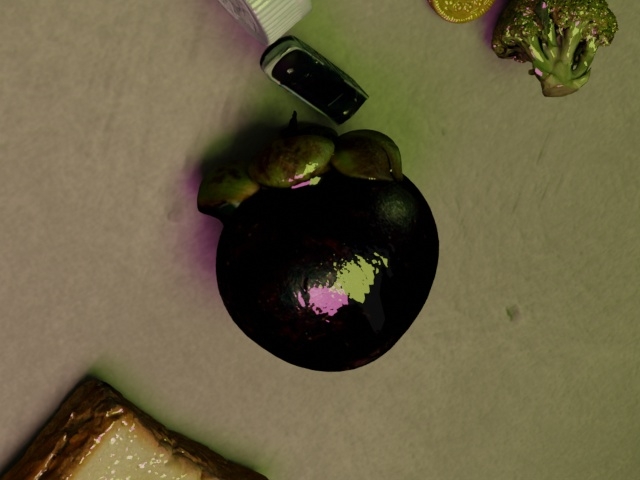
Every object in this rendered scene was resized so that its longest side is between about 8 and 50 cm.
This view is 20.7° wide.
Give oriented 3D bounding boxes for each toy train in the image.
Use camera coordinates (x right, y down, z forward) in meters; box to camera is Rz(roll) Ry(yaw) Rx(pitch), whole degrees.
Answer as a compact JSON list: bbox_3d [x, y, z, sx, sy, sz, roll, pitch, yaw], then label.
[{"bbox_3d":[-0.009,-0.152,1.638,0.043,0.047,0.207,-42,161,9],"label":"toy train"}]

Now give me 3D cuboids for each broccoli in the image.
[{"bbox_3d":[0.236,-0.205,1.764,0.130,0.131,0.120,7,74,-35],"label":"broccoli"}]

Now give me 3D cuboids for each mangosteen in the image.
[{"bbox_3d":[0.000,0.000,1.691,0.243,0.243,0.243,-14,123,-23],"label":"mangosteen"}]

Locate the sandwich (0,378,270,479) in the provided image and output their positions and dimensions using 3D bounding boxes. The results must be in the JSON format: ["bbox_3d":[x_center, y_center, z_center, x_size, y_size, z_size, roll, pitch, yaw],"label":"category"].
[{"bbox_3d":[-0.204,0.298,1.803,0.288,0.099,0.254,34,90,-39],"label":"sandwich"}]

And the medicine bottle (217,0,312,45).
[{"bbox_3d":[0.027,-0.328,1.545,0.318,0.158,0.158,-40,129,-6],"label":"medicine bottle"}]

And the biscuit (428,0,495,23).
[{"bbox_3d":[0.142,-0.257,1.740,0.084,0.023,0.084,-14,124,-22],"label":"biscuit"}]
